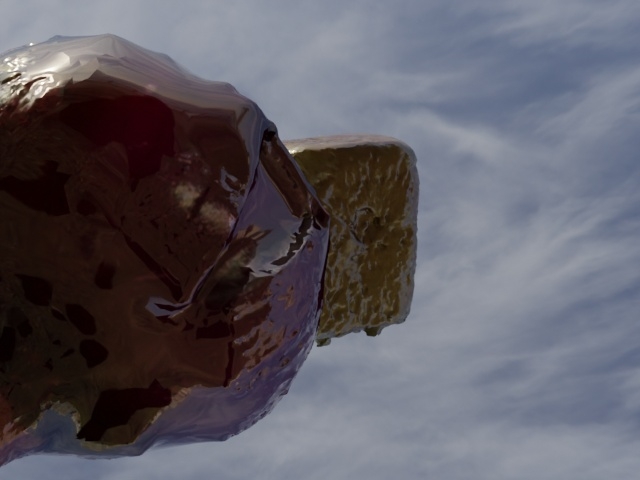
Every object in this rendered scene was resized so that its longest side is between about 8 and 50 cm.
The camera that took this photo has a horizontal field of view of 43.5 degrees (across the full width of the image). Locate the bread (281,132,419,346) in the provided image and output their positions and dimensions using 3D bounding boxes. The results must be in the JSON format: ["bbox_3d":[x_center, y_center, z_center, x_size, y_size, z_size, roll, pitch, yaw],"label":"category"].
[{"bbox_3d":[0.000,0.000,0.935,0.196,0.176,0.246,-7,-77,-35],"label":"bread"}]

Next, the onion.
[{"bbox_3d":[-0.213,0.065,0.669,0.398,0.398,0.420,24,-129,3],"label":"onion"}]
